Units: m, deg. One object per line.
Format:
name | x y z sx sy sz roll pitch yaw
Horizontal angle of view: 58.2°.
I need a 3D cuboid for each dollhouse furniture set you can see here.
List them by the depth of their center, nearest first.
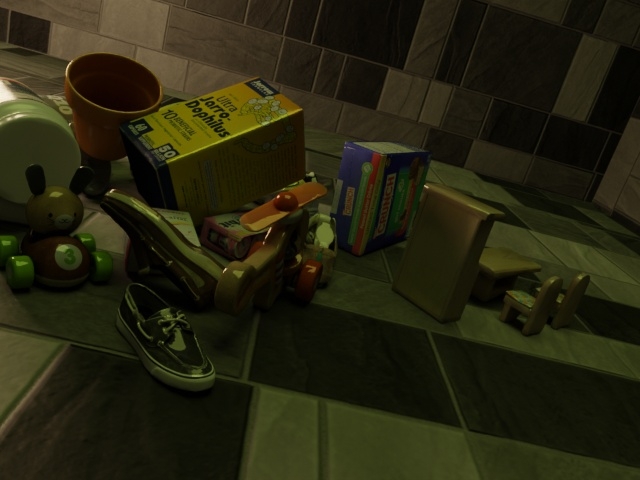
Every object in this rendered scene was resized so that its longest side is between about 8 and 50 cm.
dollhouse furniture set | 0.385 0.022 1.345 0.395 0.256 0.362 -2 26 -42

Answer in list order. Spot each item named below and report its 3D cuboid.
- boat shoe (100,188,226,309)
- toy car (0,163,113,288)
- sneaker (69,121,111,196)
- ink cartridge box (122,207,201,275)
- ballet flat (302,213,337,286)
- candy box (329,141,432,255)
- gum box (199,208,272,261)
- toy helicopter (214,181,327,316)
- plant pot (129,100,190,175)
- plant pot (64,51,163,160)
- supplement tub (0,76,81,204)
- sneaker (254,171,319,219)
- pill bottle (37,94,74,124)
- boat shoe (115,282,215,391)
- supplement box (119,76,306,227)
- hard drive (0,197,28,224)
boat shoe | -0.278 0.019 0.973 0.258 0.095 0.095 37 -21 -2
toy car | -0.427 -0.032 0.937 0.155 0.188 0.149 -3 27 -44
sneaker | -0.567 -0.173 1.403 0.083 0.118 0.221 -4 56 -31
ink cartridge box | -0.313 -0.001 1.120 0.128 0.072 0.175 6 22 -24
ballet flat | 0.000 0.000 1.321 0.108 0.106 0.316 13 19 -9
candy box | 0.161 -0.124 1.552 0.122 0.268 0.317 23 21 29
gum box | -0.172 -0.014 1.287 0.107 0.062 0.188 25 21 24
toy helicopter | -0.084 0.022 0.995 0.140 0.234 0.355 20 20 10
plant pot | -0.364 -0.226 1.495 0.207 0.227 0.228 -12 34 -42
plant pot | -0.486 -0.294 1.332 0.205 0.188 0.205 15 47 -17
supplement tub | -0.594 -0.196 1.112 0.191 0.191 0.272 -2 26 -42
sneaker | -0.137 -0.175 1.638 0.385 0.147 0.145 28 24 34
pill bottle | -0.684 -0.299 1.515 0.161 0.161 0.283 25 21 22
boat shoe | -0.225 0.133 0.823 0.219 0.070 0.078 30 24 35
supplement box | -0.232 -0.200 1.308 0.357 0.195 0.194 -28 51 -25
hard drive | -0.718 -0.115 1.151 0.354 0.047 0.233 10 20 -16
